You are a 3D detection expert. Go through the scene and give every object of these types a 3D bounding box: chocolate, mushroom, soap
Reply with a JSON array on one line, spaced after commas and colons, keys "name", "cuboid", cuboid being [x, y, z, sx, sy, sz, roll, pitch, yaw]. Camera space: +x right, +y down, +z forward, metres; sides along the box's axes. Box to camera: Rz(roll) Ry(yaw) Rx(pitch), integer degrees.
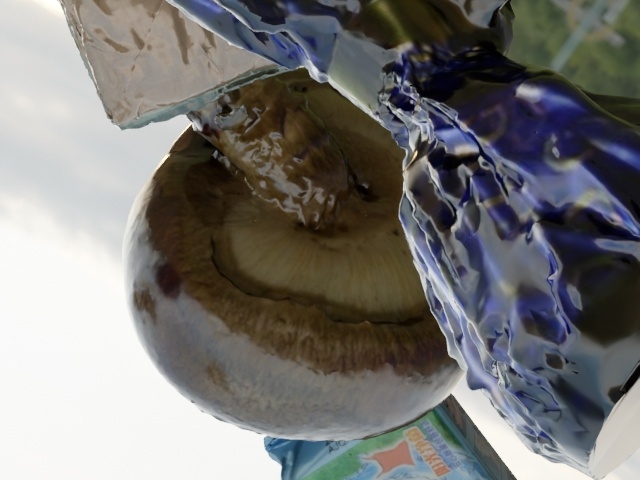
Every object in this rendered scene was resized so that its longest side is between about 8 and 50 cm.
[{"name": "chocolate", "cuboid": [0.019, -0.077, 0.569, 0.343, 0.148, 0.126, 47, 166, 27]}, {"name": "mushroom", "cuboid": [-0.012, 0.002, 1.105, 0.278, 0.163, 0.297, 48, -137, -7]}, {"name": "soap", "cuboid": [0.088, 0.226, 1.359, 0.293, 0.156, 0.077, 51, -164, -15]}]

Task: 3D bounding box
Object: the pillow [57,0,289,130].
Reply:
[{"name": "pillow", "cuboid": [-0.087, -0.175, 0.776, 0.043, 0.126, 0.232, -55, -55, -81]}]
